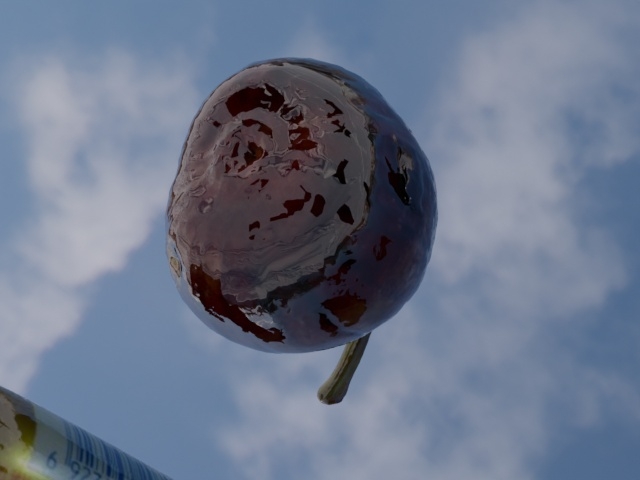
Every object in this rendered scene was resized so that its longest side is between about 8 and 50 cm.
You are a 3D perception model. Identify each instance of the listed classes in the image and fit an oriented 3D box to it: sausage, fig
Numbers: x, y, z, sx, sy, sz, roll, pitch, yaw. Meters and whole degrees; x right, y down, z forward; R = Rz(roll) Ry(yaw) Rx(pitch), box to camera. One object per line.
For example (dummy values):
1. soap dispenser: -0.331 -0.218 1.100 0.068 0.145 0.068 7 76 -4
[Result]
1. sausage: -0.189 0.182 1.118 0.117 0.317 0.125 10 -111 57
2. fig: 0.011 -0.006 1.157 0.186 0.249 0.203 -18 -122 30
